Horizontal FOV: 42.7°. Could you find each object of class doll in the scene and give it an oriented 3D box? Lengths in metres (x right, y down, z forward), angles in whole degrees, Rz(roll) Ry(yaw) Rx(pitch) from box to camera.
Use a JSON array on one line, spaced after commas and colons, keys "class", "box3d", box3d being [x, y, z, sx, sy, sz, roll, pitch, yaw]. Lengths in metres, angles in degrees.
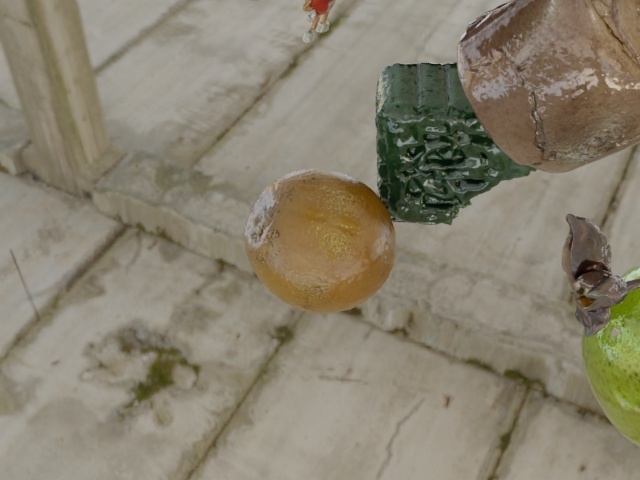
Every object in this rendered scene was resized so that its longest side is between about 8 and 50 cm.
[{"class": "doll", "box3d": [0.005, -0.631, 2.107, 0.085, 0.217, 0.183, 17, -147, 16]}]

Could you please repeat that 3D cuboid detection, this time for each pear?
[{"class": "pear", "box3d": [0.576, 0.218, 1.215, 0.342, 0.318, 0.238, 45, -98, -4]}]

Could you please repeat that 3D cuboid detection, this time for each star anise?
[{"class": "star anise", "box3d": [0.394, 0.070, 0.932, 0.227, 0.219, 0.148, -5, -171, 0]}]

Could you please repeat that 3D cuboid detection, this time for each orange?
[{"class": "orange", "box3d": [0.000, 0.000, 1.477, 0.274, 0.274, 0.274, 0, -135, 0]}]

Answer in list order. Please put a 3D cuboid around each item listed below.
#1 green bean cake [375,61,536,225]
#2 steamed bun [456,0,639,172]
[{"class": "green bean cake", "box3d": [0.256, -0.171, 1.519, 0.307, 0.300, 0.169, 0, -133, 8]}, {"class": "steamed bun", "box3d": [0.339, -0.200, 1.083, 0.301, 0.251, 0.199, 16, -109, -39]}]
